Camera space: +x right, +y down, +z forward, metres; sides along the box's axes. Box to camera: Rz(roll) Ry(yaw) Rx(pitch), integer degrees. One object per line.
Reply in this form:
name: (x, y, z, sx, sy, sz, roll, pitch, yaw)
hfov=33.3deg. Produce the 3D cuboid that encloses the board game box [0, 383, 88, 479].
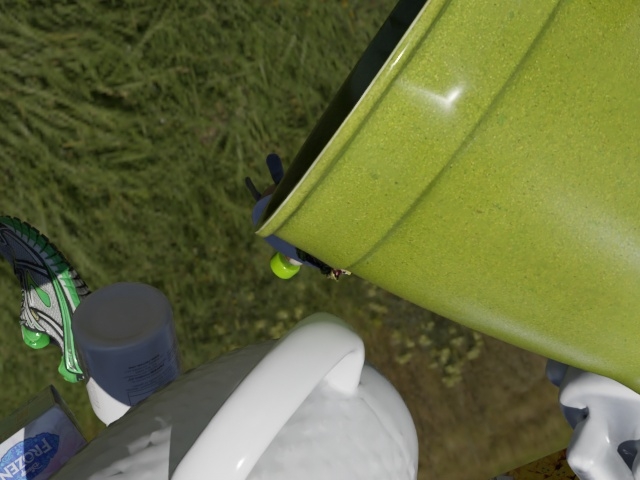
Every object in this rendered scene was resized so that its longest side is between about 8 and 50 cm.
board game box: (-0.405, 0.285, 1.169, 0.318, 0.066, 0.318, -36, -174, -14)

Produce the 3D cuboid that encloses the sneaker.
sneaker: (-0.488, 0.097, 1.881, 0.146, 0.343, 0.134, -37, 165, -12)

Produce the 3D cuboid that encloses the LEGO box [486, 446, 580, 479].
LEGO box: (0.371, 0.530, 1.468, 0.372, 0.193, 0.500, -22, 124, 3)

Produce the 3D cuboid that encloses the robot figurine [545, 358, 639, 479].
robot figurine: (0.376, 0.112, 1.113, 0.299, 0.354, 0.200, 8, 148, 40)

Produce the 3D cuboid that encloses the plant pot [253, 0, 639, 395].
plant pot: (0.195, -0.062, 0.843, 0.353, 0.366, 0.366, 34, 139, -6)

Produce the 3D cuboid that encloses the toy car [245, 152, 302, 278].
toy car: (-0.051, -0.058, 1.879, 0.155, 0.188, 0.149, -41, 177, 40)

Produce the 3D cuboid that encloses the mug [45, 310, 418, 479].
mug: (-0.059, 0.211, 0.906, 0.328, 0.276, 0.374, -41, 158, -40)

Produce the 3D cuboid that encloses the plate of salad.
plate of salad: (0.000, 0.000, 1.440, 0.199, 0.048, 0.200, 13, 150, 8)

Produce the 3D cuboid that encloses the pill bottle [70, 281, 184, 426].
pill bottle: (-0.249, 0.179, 1.431, 0.131, 0.131, 0.229, -11, 131, -10)
